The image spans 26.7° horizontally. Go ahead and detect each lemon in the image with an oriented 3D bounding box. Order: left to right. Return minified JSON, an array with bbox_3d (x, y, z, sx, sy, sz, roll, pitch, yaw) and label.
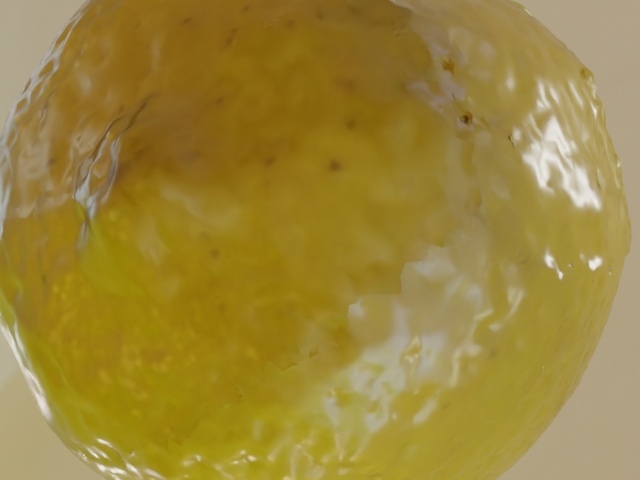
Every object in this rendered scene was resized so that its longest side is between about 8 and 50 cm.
[{"bbox_3d":[0.000,0.000,0.559,0.253,0.310,0.253,-1,-94,18],"label":"lemon"}]

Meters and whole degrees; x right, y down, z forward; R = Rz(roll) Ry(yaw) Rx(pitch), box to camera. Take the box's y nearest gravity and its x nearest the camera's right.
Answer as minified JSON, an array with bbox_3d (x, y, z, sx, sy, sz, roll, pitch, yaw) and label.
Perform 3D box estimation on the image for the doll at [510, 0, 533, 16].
[{"bbox_3d":[0.053,-0.124,0.781,0.129,0.081,0.207,-47,-139,-8],"label":"doll"}]
